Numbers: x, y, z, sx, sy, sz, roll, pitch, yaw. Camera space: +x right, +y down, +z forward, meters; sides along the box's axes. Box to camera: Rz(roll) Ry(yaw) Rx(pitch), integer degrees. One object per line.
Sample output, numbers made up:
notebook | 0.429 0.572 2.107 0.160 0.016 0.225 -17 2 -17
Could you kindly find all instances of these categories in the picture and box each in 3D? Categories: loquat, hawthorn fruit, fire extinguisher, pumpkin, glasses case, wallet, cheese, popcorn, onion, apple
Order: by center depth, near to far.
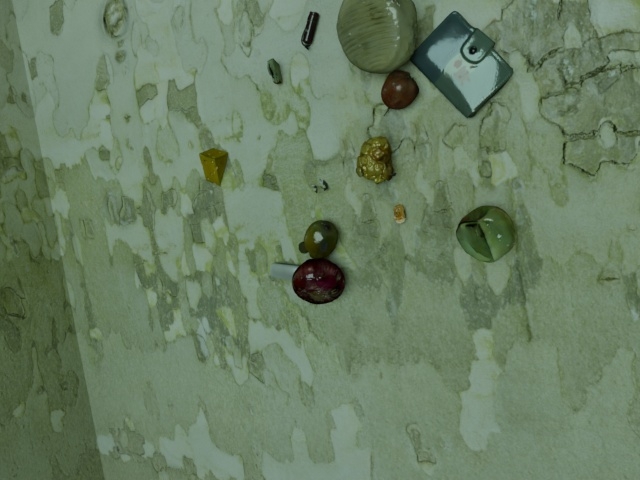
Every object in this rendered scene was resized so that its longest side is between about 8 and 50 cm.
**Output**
wallet | 0.546 -0.683 1.656 0.360 0.083 0.252 49 117 8
apple | 0.639 -0.027 1.657 0.207 0.173 0.188 -28 105 22
hawthorn fruit | 0.313 -0.589 1.732 0.149 0.149 0.189 29 107 17
popcorn | 0.226 -0.335 1.810 0.164 0.140 0.194 -13 102 16
pumpkin | 0.342 -0.113 1.844 0.050 0.028 0.083 -3 87 21
fire extinguisher | -0.052 -0.924 1.896 0.078 0.045 0.157 31 111 46
onion | -0.007 0.183 1.935 0.247 0.190 0.246 9 137 8
loquat | 0.000 0.000 1.939 0.152 0.152 0.195 31 124 16
glasses case | -0.156 0.151 2.077 0.197 0.049 0.076 4 99 22
cheese | -0.539 -0.361 2.158 0.093 0.126 0.171 21 123 13

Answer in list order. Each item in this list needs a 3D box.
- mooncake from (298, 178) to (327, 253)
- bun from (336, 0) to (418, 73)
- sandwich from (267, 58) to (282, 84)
mooncake | -0.044 -0.108 1.993 0.150 0.057 0.346 38 111 17
bun | 0.231 -0.836 1.686 0.326 0.235 0.361 -37 84 42
sandwich | -0.209 -0.767 1.954 0.036 0.093 0.104 -11 95 17
